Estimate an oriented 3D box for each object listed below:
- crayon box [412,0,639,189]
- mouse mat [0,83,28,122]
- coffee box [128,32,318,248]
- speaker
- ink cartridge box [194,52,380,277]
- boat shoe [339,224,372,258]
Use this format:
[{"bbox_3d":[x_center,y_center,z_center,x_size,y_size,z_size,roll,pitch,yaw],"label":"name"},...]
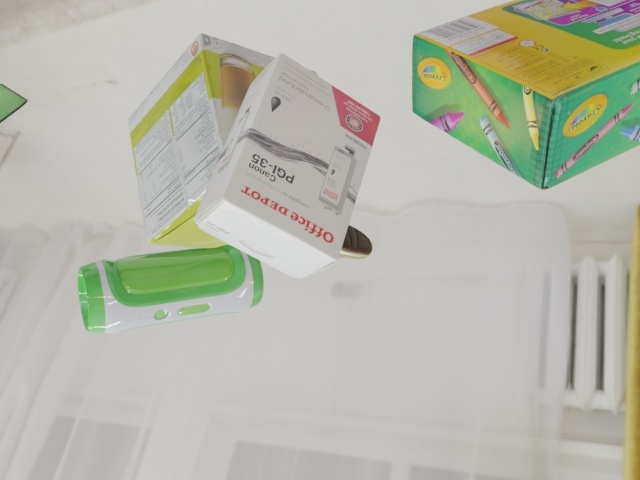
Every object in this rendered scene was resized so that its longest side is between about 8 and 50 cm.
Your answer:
[{"bbox_3d":[0.240,-0.158,0.574,0.165,0.278,0.081,45,151,45],"label":"crayon box"},{"bbox_3d":[-0.596,-0.215,1.151,0.189,0.152,0.007,28,156,47],"label":"mouse mat"},{"bbox_3d":[-0.190,-0.191,1.488,0.337,0.334,0.338,5,152,-43],"label":"coffee box"},{"bbox_3d":[-0.254,0.080,1.135,0.296,0.131,0.131,-7,162,-27],"label":"speaker"},{"bbox_3d":[-0.044,-0.113,1.034,0.207,0.283,0.117,29,151,-22],"label":"ink cartridge box"},{"bbox_3d":[0.000,0.000,1.222,0.190,0.068,0.072,20,133,-6],"label":"boat shoe"}]
